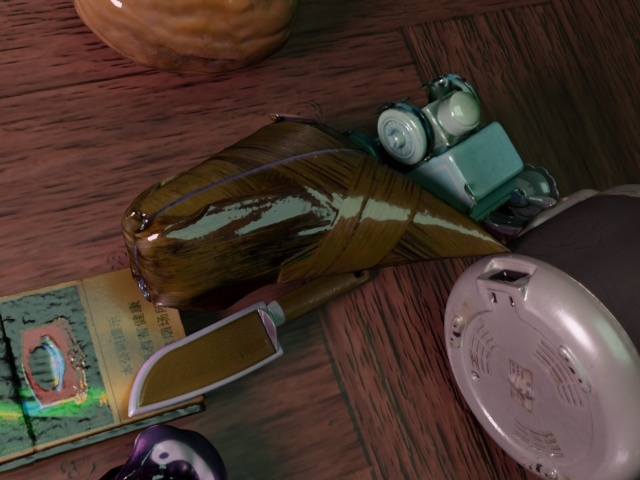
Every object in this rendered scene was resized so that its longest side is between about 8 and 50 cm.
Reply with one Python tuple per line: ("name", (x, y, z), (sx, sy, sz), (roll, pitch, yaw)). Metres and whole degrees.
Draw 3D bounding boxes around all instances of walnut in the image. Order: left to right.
("walnut", (-0.136, -0.289, 0.979), (0.261, 0.225, 0.225), (-6, 74, -27))

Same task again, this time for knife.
("knife", (-0.058, 0.094, 0.928), (0.343, 0.027, 0.061), (-23, 88, -41))

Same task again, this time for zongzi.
("zongzi", (0.000, 0.000, 0.876), (0.300, 0.138, 0.286), (26, 41, 25))

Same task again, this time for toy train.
("toy train", (0.117, -0.081, 1.006), (0.112, 0.203, 0.163), (-33, 94, -30))

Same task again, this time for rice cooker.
("rice cooker", (0.302, 0.095, 0.973), (0.277, 0.288, 0.288), (-28, 83, -28))

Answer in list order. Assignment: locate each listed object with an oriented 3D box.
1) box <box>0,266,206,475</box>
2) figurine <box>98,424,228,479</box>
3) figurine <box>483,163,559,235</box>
("box", (-0.245, 0.123, 0.871), (0.240, 0.071, 0.159), (-14, 79, -25))
("figurine", (-0.156, 0.278, 0.825), (0.145, 0.145, 0.222), (25, 75, -11))
("figurine", (0.240, -0.047, 1.102), (0.086, 0.094, 0.082), (-15, 117, -53))
